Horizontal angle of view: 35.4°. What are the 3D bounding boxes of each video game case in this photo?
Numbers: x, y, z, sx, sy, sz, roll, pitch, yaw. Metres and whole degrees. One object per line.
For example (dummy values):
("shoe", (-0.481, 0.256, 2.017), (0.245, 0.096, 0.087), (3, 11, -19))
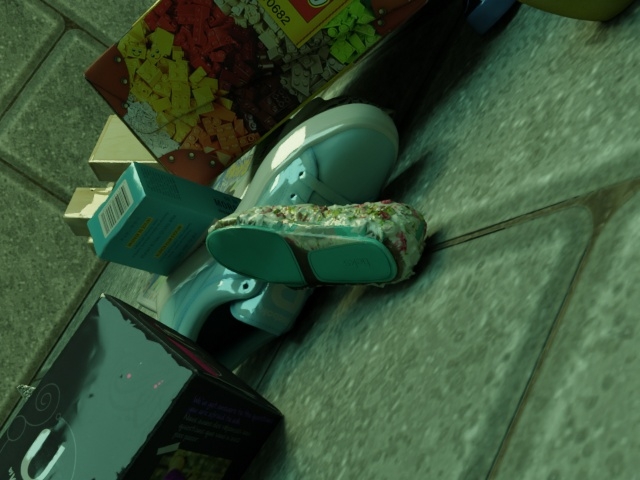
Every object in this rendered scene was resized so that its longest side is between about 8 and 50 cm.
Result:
("video game case", (-0.150, -0.025, 1.413), (0.300, 0.036, 0.329), (-60, 16, -9))

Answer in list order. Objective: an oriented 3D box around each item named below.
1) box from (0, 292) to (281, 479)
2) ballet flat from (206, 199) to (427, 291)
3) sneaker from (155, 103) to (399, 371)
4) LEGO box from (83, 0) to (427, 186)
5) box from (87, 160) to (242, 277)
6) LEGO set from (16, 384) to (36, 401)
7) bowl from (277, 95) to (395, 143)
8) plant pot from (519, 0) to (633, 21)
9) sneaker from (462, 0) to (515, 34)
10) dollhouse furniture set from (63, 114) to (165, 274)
("box", (-0.194, 0.215, 0.934), (0.165, 0.143, 0.270), (30, 84, 41))
("ballet flat", (0.000, 0.000, 0.941), (0.241, 0.091, 0.077), (5, 37, 38))
("sneaker", (-0.035, 0.025, 1.059), (0.366, 0.135, 0.150), (-49, 38, 24))
("LEGO box", (-0.025, -0.310, 1.293), (0.372, 0.193, 0.500), (-37, 10, 24))
("box", (-0.134, -0.003, 1.151), (0.100, 0.244, 0.060), (-49, 46, 24))
("LEGO set", (-0.281, 0.160, 1.308), (0.244, 0.060, 0.182), (-28, -2, -39))
("bowl", (0.002, -0.114, 1.172), (0.170, 0.080, 0.170), (-46, -5, -6))
("plant pot", (0.221, -0.238, 0.835), (0.134, 0.095, 0.134), (-49, 16, 20))
("sneaker", (0.180, -0.320, 1.150), (0.081, 0.090, 0.232), (-44, 18, 35))
("dollhouse furniture set", (-0.228, -0.034, 1.657), (0.173, 0.356, 0.303), (2, 52, 19))
